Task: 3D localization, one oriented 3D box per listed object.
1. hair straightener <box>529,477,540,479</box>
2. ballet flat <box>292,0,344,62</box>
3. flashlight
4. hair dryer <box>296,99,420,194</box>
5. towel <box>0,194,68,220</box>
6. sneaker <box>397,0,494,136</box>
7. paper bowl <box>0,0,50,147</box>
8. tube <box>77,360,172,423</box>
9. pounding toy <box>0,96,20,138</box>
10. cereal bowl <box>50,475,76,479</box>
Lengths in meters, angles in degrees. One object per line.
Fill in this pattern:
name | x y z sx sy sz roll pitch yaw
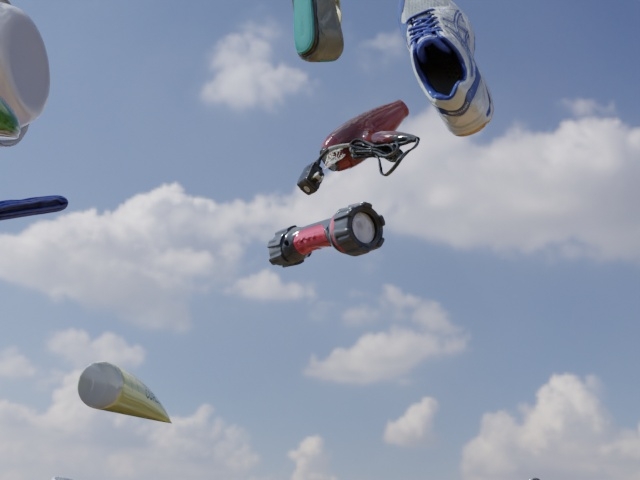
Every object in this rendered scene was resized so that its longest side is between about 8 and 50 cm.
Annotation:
hair straightener | 0.313 0.367 1.042 0.047 0.230 0.089 -45 -12 25
ballet flat | -0.007 -0.337 1.218 0.068 0.213 0.072 -1 -6 -37
flashlight | 0.000 0.000 1.850 0.103 0.103 0.304 10 -16 -36
hair dryer | 0.098 -0.167 1.644 0.223 0.293 0.080 -10 -59 25
towel | -0.633 -0.057 1.606 0.336 0.040 0.243 2 9 38
sneaker | 0.191 -0.313 1.472 0.111 0.297 0.131 -30 -29 16
paper bowl | -0.578 -0.303 1.614 0.148 0.284 0.284 -4 -20 9
tube | -0.264 0.209 1.270 0.062 0.070 0.240 -3 -16 6
pounding toy | -0.456 -0.180 1.062 0.236 0.110 0.183 5 1 33
cereal bowl | -0.361 0.556 1.680 0.338 0.141 0.339 20 -13 5
